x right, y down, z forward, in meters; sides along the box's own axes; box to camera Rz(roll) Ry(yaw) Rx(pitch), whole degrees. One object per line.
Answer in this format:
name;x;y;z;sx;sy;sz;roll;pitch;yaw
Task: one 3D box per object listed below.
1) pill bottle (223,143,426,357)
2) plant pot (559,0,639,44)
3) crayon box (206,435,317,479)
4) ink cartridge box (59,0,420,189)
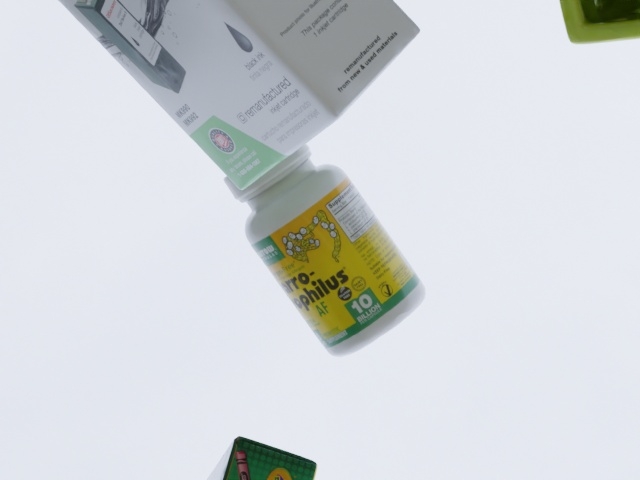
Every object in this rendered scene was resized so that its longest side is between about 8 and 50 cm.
pill bottle;0.000;0.000;1.538;0.117;0.208;0.117;-34;-174;4
plant pot;0.337;-0.307;1.399;0.228;0.207;0.227;-5;-79;27
crayon box;-0.088;0.329;1.367;0.081;0.165;0.278;18;-116;-6
ink cartridge box;-0.093;-0.206;1.289;0.121;0.289;0.211;-48;-172;-28
